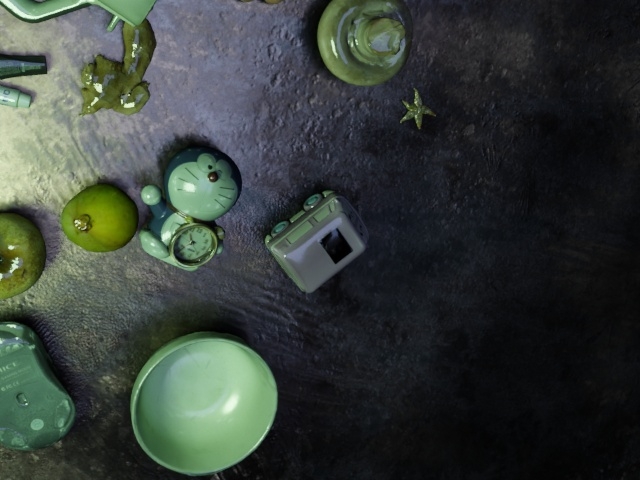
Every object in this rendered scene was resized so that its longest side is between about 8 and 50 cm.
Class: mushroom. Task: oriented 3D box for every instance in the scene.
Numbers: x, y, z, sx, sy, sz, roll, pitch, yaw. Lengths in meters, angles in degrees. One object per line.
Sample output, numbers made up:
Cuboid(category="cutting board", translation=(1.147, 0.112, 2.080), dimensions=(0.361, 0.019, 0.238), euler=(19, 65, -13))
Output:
Cuboid(category="mushroom", translation=(0.102, -0.406, 1.479), dimensions=(0.204, 0.204, 0.204), euler=(-6, 109, -18))

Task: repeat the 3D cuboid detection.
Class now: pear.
Cuboid(category="pear", translation=(-0.601, 0.030, 1.395), dimensions=(0.167, 0.136, 0.167), euler=(-4, 104, -18))

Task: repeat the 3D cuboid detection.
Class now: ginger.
Cuboid(category="ginger", translation=(-0.381, -0.329, 1.405), dimensions=(0.132, 0.059, 0.214), euler=(6, 106, -26))

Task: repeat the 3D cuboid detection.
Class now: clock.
Cuboid(category="clock", translation=(-0.260, -0.074, 1.484), dimensions=(0.199, 0.146, 0.243), euler=(25, 101, -30))

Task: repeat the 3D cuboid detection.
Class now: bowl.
Cuboid(category="bowl", translation=(-0.255, 0.327, 1.600), dimensions=(0.307, 0.163, 0.307), euler=(-6, 108, -18))

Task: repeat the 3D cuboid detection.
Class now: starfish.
Cuboid(category="starfish", translation=(0.218, -0.294, 1.658), dimensions=(0.086, 0.016, 0.092), euler=(-9, 107, -19))

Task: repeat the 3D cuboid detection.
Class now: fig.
Cuboid(category="fig", translation=(-0.430, -0.042, 1.450), dimensions=(0.153, 0.120, 0.136), euler=(-19, 108, -39))

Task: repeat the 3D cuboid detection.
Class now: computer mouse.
Cuboid(category="computer mouse", translation=(-0.613, 0.257, 1.485), dimensions=(0.167, 0.090, 0.380), euler=(-21, 115, -15))

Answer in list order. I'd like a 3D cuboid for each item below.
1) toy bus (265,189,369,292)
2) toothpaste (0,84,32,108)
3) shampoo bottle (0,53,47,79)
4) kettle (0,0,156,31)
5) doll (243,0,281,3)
Cuboid(category="toy bus", translation=(0.000, 0.000, 1.600), dimensions=(0.202, 0.142, 0.142), euler=(-38, 115, -5))
Cuboid(category="toothpaste", translation=(-0.638, -0.279, 1.345), dimensions=(0.218, 0.033, 0.052), euler=(12, 102, -20))
Cuboid(category="shampoo bottle", translation=(-0.572, -0.317, 1.357), dimensions=(0.137, 0.027, 0.048), euler=(-7, 118, -18))
Cuboid(category="kettle", translation=(-0.438, -0.528, 1.251), dimensions=(0.376, 0.250, 0.361), euler=(28, 124, -23))
Cuboid(category="doll", translation=(-0.093, -0.593, 1.378), dimensions=(0.201, 0.156, 0.304), euler=(-9, 114, -24))
